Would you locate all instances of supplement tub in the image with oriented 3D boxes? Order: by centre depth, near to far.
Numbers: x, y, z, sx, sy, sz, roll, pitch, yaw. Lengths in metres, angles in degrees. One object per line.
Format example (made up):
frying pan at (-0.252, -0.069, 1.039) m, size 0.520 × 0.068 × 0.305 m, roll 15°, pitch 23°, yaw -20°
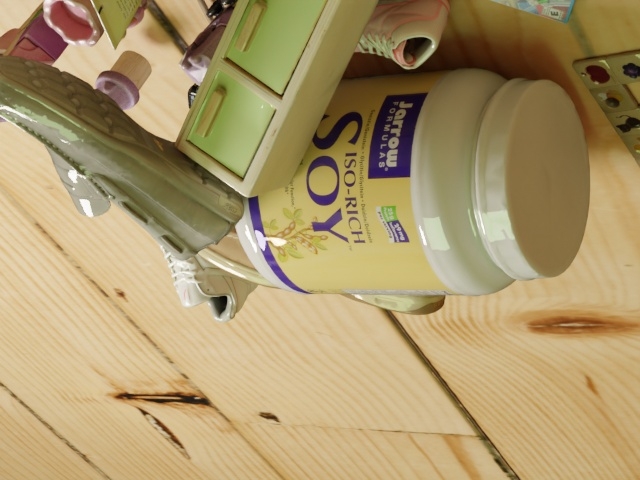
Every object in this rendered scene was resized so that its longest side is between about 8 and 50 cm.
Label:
supplement tub at (0.096, -0.060, 1.657) m, size 0.331 × 0.241 × 0.241 m, roll -1°, pitch 143°, yaw 34°

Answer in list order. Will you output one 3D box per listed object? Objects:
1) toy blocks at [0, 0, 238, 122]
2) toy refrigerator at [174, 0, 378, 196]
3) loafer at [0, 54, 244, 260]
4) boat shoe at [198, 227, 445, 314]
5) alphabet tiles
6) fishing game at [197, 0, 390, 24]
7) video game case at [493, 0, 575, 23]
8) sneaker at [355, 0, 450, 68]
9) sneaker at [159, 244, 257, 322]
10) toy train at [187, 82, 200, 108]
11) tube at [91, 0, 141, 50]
toy blocks at (-0.278, -0.197, 1.615) m, size 0.309 × 0.260 × 0.288 m, roll 41°, pitch 145°, yaw -17°
toy refrigerator at (-0.037, -0.184, 1.520) m, size 0.102 × 0.094 × 0.269 m, roll 36°, pitch 116°, yaw 18°
loafer at (-0.216, -0.073, 1.544) m, size 0.319 × 0.112 × 0.111 m, roll 34°, pitch 107°, yaw -34°
boat shoe at (0.000, 0.000, 1.968) m, size 0.341 × 0.121 × 0.110 m, roll 12°, pitch 112°, yaw 11°
alphabet tiles at (0.398, -0.121, 1.598) m, size 0.198 × 0.009 × 0.237 m, roll -5°, pitch 141°, yaw 38°
fishing game at (-0.030, -0.256, 1.621) m, size 0.264 × 0.041 × 0.189 m, roll 4°, pitch 144°, yaw 28°
video game case at (0.171, -0.273, 1.486) m, size 0.166 × 0.015 × 0.119 m, roll 18°, pitch 151°, yaw 6°
sneaker at (0.065, -0.205, 1.569) m, size 0.134 × 0.070 × 0.051 m, roll -11°, pitch 140°, yaw 28°
sneaker at (-0.170, 0.029, 2.097) m, size 0.090 × 0.115 × 0.232 m, roll -10°, pitch 138°, yaw 42°
toy train at (-0.147, -0.142, 1.893) m, size 0.036 × 0.027 × 0.158 m, roll 20°, pitch 150°, yaw 9°
tube at (-0.163, -0.296, 1.435) m, size 0.070 × 0.240 × 0.062 m, roll 33°, pitch 146°, yaw -21°
